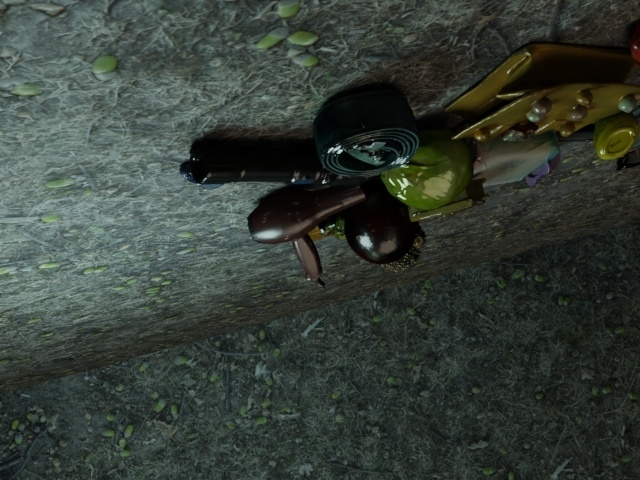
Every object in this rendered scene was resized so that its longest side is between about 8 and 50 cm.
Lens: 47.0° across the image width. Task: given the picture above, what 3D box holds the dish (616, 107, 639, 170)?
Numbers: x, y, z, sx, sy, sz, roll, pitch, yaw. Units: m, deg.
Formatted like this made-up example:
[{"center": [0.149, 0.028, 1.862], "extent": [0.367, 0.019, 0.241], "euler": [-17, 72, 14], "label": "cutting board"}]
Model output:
[{"center": [0.938, -0.312, 2.050], "extent": [0.303, 0.120, 0.303], "euler": [-15, 166, -4], "label": "dish"}]

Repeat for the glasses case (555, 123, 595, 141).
[{"center": [0.714, -0.278, 1.914], "extent": [0.190, 0.042, 0.072], "euler": [3, -159, 23], "label": "glasses case"}]

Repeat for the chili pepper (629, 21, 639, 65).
[{"center": [0.666, -0.400, 1.476], "extent": [0.084, 0.086, 0.192], "euler": [8, -174, 23], "label": "chili pepper"}]

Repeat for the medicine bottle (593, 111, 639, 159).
[{"center": [0.705, -0.279, 1.778], "extent": [0.111, 0.076, 0.309], "euler": [-46, -175, 27], "label": "medicine bottle"}]

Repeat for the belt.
[{"center": [0.097, -0.212, 1.501], "extent": [0.206, 0.116, 0.267], "euler": [-17, 164, 16], "label": "belt"}]

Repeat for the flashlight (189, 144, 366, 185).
[{"center": [-0.082, -0.161, 1.562], "extent": [0.424, 0.103, 0.103], "euler": [-4, 161, -35], "label": "flashlight"}]

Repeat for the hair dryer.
[{"center": [0.000, 0.000, 1.924], "extent": [0.312, 0.123, 0.340], "euler": [-16, 132, 10], "label": "hair dryer"}]

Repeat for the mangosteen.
[{"center": [0.125, -0.045, 1.992], "extent": [0.289, 0.231, 0.231], "euler": [-4, 170, 17], "label": "mangosteen"}]

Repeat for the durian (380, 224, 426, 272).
[{"center": [0.253, 0.006, 2.442], "extent": [0.196, 0.196, 0.167], "euler": [0, 148, -48], "label": "durian"}]

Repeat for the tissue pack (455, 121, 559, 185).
[{"center": [0.436, -0.219, 1.850], "extent": [0.271, 0.124, 0.201], "euler": [-8, 160, -26], "label": "tissue pack"}]

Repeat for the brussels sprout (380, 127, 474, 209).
[{"center": [0.246, -0.171, 1.701], "extent": [0.223, 0.161, 0.223], "euler": [-1, 146, -1], "label": "brussels sprout"}]

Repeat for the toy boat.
[{"center": [0.316, -0.094, 1.824], "extent": [0.226, 0.068, 0.088], "euler": [-20, 160, 36], "label": "toy boat"}]

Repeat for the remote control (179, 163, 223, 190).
[{"center": [-0.258, -0.135, 1.584], "extent": [0.043, 0.027, 0.152], "euler": [-24, 167, 13], "label": "remote control"}]

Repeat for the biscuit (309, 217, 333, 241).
[{"center": [-0.027, -0.033, 2.209], "extent": [0.238, 0.041, 0.212], "euler": [-2, 166, -45], "label": "biscuit"}]

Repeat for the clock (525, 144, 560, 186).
[{"center": [0.616, -0.222, 2.059], "extent": [0.050, 0.110, 0.153], "euler": [-11, 166, -13], "label": "clock"}]

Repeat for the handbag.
[{"center": [0.502, -0.303, 1.616], "extent": [0.401, 0.133, 0.283], "euler": [-7, 169, -32], "label": "handbag"}]
